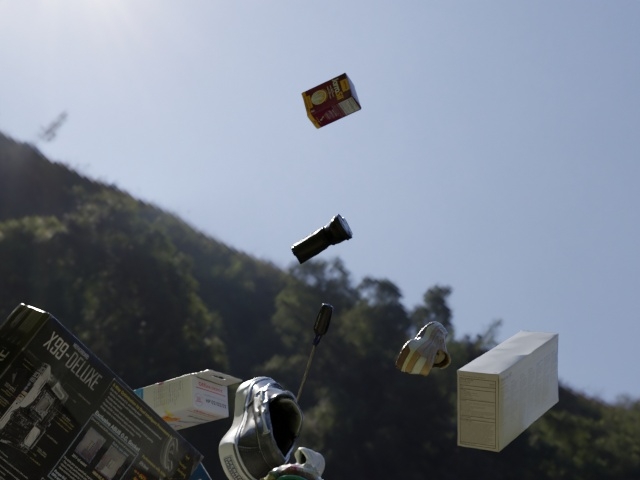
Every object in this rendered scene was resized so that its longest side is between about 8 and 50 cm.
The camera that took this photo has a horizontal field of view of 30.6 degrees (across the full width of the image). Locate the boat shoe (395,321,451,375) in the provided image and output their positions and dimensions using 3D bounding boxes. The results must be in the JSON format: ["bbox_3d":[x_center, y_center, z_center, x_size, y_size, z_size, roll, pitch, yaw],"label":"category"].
[{"bbox_3d":[0.192,0.197,2.024,0.072,0.190,0.068,27,-66,16],"label":"boat shoe"}]

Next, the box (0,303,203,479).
[{"bbox_3d":[-0.309,0.261,1.358,0.076,0.242,0.307,10,-32,47],"label":"box"}]

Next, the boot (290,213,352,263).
[{"bbox_3d":[0.000,0.000,1.873,0.045,0.099,0.121,62,4,2],"label":"boot"}]

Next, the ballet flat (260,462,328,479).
[{"bbox_3d":[-0.047,0.307,1.003,0.091,0.241,0.077,22,-8,6],"label":"ballet flat"}]

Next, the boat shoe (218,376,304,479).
[{"bbox_3d":[-0.073,0.272,1.766,0.108,0.102,0.301,60,12,-7],"label":"boat shoe"}]

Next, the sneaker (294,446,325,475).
[{"bbox_3d":[-0.026,0.442,2.102,0.054,0.152,0.061,-28,-46,24],"label":"sneaker"}]

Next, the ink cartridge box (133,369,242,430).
[{"bbox_3d":[-0.235,0.284,2.054,0.181,0.061,0.104,-19,-27,28],"label":"ink cartridge box"}]

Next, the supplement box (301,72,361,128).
[{"bbox_3d":[0.018,-0.228,1.916,0.083,0.055,0.043,-24,-35,13],"label":"supplement box"}]

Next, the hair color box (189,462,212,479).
[{"bbox_3d":[-0.215,0.474,1.795,0.174,0.105,0.347,55,-27,19],"label":"hair color box"}]

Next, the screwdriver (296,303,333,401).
[{"bbox_3d":[-0.016,0.184,1.922,0.025,0.170,0.024,24,5,25],"label":"screwdriver"}]

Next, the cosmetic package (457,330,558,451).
[{"bbox_3d":[0.244,0.187,1.502,0.060,0.239,0.098,5,-80,28],"label":"cosmetic package"}]
